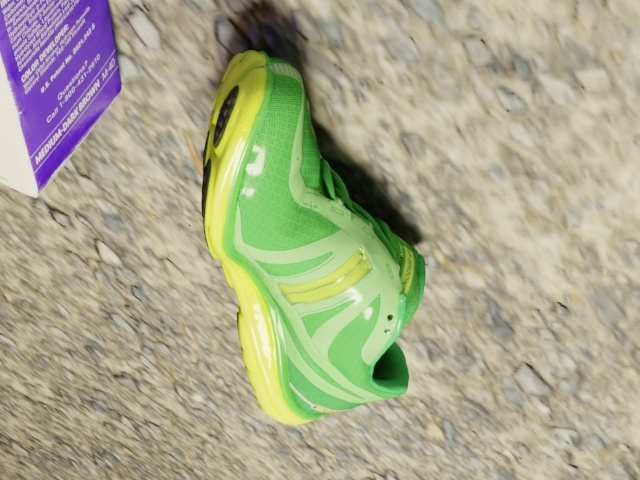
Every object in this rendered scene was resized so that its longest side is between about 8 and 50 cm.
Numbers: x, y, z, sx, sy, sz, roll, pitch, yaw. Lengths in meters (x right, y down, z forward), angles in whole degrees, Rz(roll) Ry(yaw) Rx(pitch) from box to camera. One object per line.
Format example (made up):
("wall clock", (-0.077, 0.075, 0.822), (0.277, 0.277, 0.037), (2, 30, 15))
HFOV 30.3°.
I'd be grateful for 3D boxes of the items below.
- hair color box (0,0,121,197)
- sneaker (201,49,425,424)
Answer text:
("hair color box", (-0.220, -0.187, 0.601), (0.185, 0.110, 0.338), (23, 150, 12))
("sneaker", (0.000, 0.000, 0.722), (0.124, 0.109, 0.295), (-6, 137, 6))
